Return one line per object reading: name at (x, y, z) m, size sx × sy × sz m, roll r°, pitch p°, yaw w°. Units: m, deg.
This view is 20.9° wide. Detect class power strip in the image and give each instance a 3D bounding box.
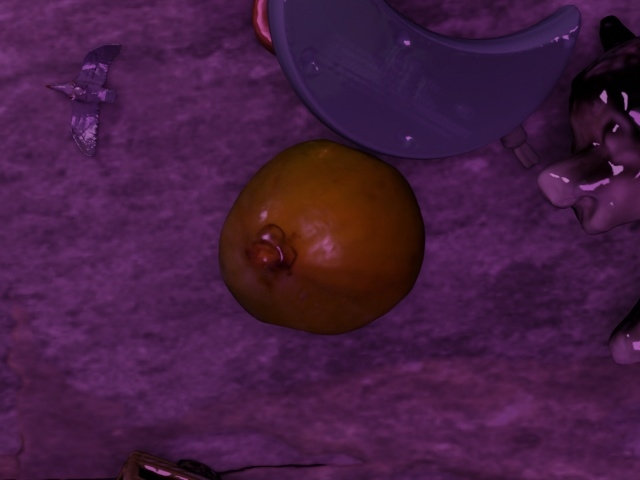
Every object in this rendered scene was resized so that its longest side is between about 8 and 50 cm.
power strip at (0.069, -0.138, 1.220) m, size 0.253 × 0.054 × 0.167 m, roll 30°, pitch 98°, yaw -21°

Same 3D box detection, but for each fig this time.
fig at (0.000, 0.000, 1.217) m, size 0.153 × 0.121 × 0.136 m, roll -31°, pitch 88°, yaw -24°

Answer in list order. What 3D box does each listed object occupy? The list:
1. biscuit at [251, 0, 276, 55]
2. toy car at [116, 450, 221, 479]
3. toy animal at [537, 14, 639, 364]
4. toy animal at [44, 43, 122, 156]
biscuit at (0.003, -0.303, 1.233) m, size 0.202 × 0.047 × 0.333 m, roll 28°, pitch 94°, yaw -9°
toy car at (-0.036, 0.238, 1.218) m, size 0.257 × 0.124 × 0.101 m, roll 21°, pitch 93°, yaw -2°
toy animal at (0.300, -0.101, 1.188) m, size 0.344 × 0.194 × 0.302 m, roll -21°, pitch 89°, yaw -12°
toy animal at (-0.173, -0.106, 1.245) m, size 0.050 × 0.028 × 0.084 m, roll 16°, pitch 91°, yaw -11°
